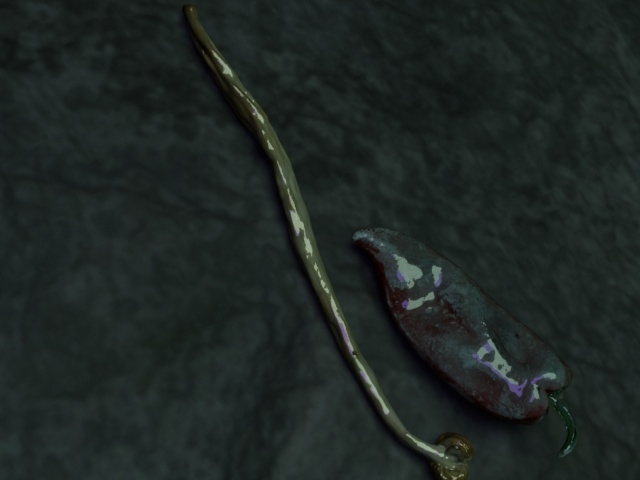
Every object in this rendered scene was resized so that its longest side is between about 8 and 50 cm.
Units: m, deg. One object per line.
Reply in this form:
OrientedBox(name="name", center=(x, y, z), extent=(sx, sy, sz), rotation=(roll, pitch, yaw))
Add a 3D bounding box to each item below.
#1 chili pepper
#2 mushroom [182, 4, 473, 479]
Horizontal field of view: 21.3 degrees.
OrientedBox(name="chili pepper", center=(0.075, 0.048, 0.858), extent=(0.153, 0.041, 0.050), rotation=(40, 37, 16))
OrientedBox(name="mushroom", center=(-0.004, 0.001, 0.858), extent=(0.028, 0.026, 0.286), rotation=(-21, 75, -45))
